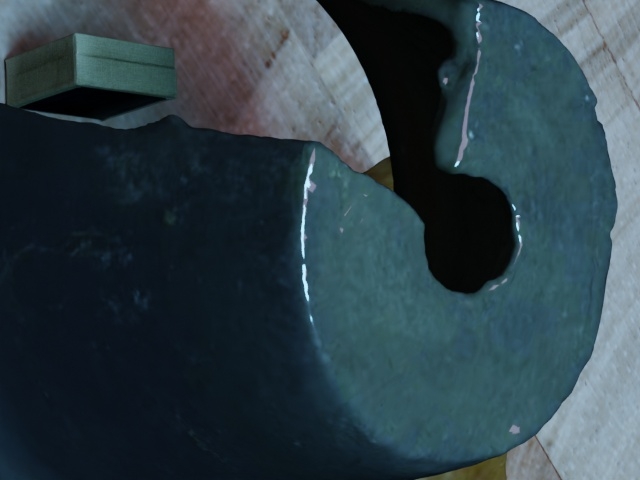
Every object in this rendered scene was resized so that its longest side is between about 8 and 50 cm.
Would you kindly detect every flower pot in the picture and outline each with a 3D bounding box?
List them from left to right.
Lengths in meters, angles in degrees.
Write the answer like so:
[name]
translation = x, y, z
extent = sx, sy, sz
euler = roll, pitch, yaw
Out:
[flower pot]
translation = 0.000, 0.000, 0.868
extent = 0.379, 0.251, 0.379
euler = -2, 93, -41

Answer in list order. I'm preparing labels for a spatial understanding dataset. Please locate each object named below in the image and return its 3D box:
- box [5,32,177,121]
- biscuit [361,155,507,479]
[box]
translation = -0.144, -0.102, 1.049
extent = 0.083, 0.079, 0.035
euler = 5, 79, -43
[biscuit]
translation = 0.009, 0.135, 1.129
extent = 0.365, 0.062, 0.385
euler = -26, 115, -45
